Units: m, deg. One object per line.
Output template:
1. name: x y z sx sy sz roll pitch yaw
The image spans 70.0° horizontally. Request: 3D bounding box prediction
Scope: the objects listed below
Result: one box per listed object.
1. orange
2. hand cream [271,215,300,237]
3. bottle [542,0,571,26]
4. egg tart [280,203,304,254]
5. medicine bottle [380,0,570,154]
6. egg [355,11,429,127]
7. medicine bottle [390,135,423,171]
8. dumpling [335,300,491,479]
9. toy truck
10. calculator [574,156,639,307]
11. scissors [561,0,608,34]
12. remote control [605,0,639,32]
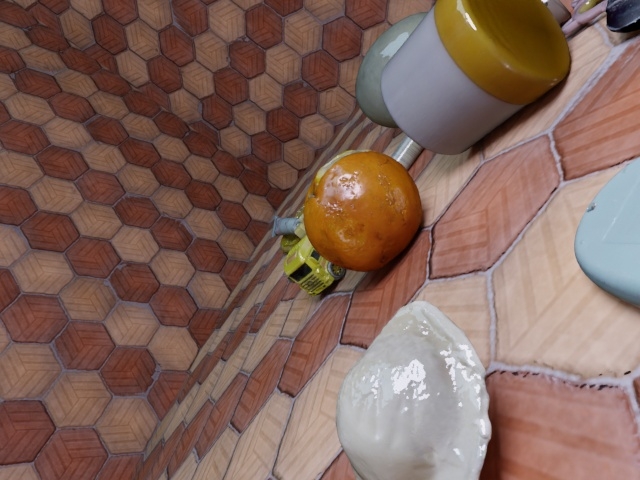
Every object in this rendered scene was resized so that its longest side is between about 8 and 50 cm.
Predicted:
1. orange: 0.077 -0.060 0.898 0.240 0.240 0.240 -52 12 16
2. hand cream: -0.122 -0.051 1.659 0.331 0.058 0.085 -177 92 -71
3. bottle: 0.402 -0.416 0.906 0.152 0.099 0.098 -45 16 36
4. egg tart: -0.047 -0.050 1.687 0.279 0.095 0.278 -48 19 22
5. medicine bottle: 0.263 -0.307 0.810 0.232 0.238 0.237 -39 20 56
6. egg: 0.240 -0.445 1.224 0.258 0.259 0.352 -62 11 -30
7. medicine bottle: 0.219 -0.222 1.177 0.230 0.059 0.059 -53 12 6
8. dumpling: 0.096 0.175 0.443 0.215 0.126 0.167 -56 27 -17
9. toy truck: 0.000 0.000 1.192 0.124 0.157 0.272 -42 17 48
10. calculator: 0.307 -0.022 0.325 0.184 0.042 0.295 -56 11 -5
11. scissors: 0.519 -0.438 0.692 0.160 0.024 0.318 -59 15 -26
12. remote control: 0.472 -0.406 0.640 0.090 0.066 0.265 178 110 -73
